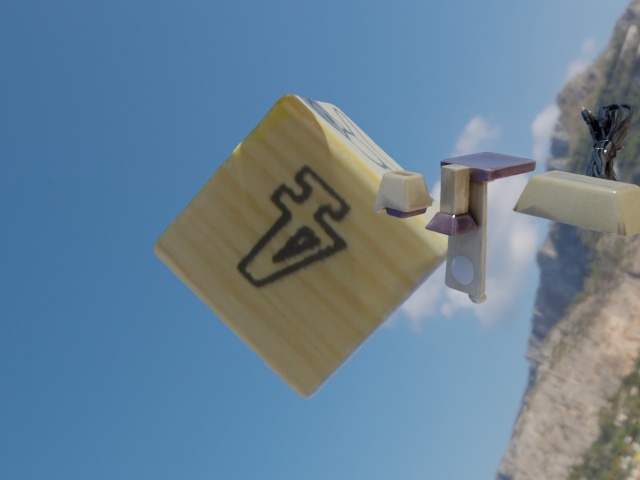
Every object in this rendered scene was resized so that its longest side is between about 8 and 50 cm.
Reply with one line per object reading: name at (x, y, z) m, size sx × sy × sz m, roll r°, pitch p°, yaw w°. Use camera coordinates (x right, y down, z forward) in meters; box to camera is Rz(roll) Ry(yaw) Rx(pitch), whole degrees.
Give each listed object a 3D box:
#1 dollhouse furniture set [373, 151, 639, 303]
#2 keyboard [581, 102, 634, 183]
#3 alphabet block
dollhouse furniture set at (0.097, 0.008, 0.451) m, size 0.091 × 0.114 × 0.081 m, roll -14°, pitch -69°, yaw -40°
keyboard at (0.289, -0.021, 0.714) m, size 0.033 × 0.202 × 0.317 m, roll -57°, pitch 2°, yaw 38°
alphabet block at (0.000, 0.000, 0.845) m, size 0.193 × 0.197 × 0.192 m, roll -47°, pitch -7°, yaw 12°
